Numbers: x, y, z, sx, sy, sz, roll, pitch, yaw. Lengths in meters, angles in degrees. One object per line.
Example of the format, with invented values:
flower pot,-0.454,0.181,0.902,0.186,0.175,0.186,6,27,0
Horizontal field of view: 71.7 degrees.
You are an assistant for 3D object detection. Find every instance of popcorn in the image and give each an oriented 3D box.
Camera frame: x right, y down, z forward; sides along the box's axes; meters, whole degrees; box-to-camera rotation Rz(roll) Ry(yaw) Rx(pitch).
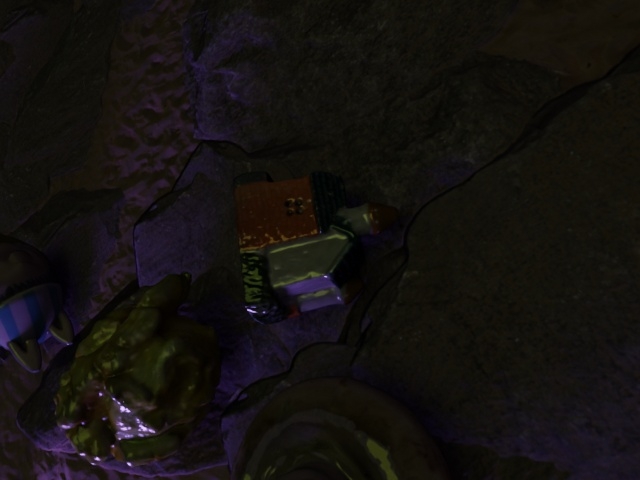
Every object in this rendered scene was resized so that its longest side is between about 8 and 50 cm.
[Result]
popcorn,-0.328,0.254,0.858,0.335,0.274,0.279,-40,101,-26

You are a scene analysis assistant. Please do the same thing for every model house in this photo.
model house,0.000,0.000,0.831,0.300,0.190,0.272,-12,68,8

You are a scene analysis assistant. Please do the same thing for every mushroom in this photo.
mushroom,0.010,0.386,0.640,0.362,0.294,0.363,-6,77,27

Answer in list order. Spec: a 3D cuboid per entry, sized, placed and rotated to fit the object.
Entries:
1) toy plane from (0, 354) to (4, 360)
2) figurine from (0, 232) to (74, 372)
toy plane,-1.017,0.278,1.323,0.234,0.082,0.160,33,67,29
figurine,-0.843,0.207,1.141,0.361,0.266,0.378,-47,63,9
